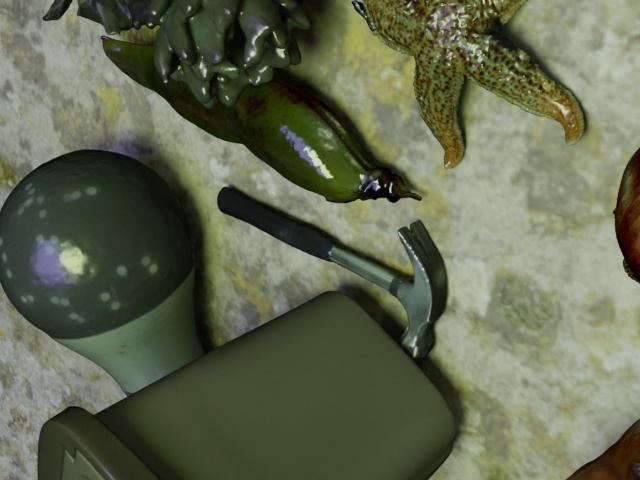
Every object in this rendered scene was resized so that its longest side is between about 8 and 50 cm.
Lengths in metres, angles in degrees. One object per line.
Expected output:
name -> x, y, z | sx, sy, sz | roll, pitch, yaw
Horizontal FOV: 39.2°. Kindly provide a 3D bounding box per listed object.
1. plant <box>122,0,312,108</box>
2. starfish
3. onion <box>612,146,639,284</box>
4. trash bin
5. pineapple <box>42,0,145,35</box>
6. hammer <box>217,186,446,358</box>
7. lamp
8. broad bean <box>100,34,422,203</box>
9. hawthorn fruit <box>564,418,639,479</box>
plant -> -0.074, -0.195, 0.656 | 0.129, 0.132, 0.194 | -29, 73, 22
starfish -> 0.104, -0.147, 0.591 | 0.176, 0.053, 0.208 | -33, 89, 35
onion -> 0.214, -0.012, 0.493 | 0.118, 0.117, 0.119 | -7, 79, 36
trash bin -> -0.049, 0.180, 0.695 | 0.219, 0.250, 0.220 | 48, 144, 16
pineapple -> -0.191, -0.297, 0.749 | 0.128, 0.128, 0.248 | 28, 129, 31
hammer -> 0.000, 0.000, 0.754 | 0.246, 0.029, 0.103 | 28, 124, 33
lamp -> -0.178, 0.065, 0.848 | 0.182, 0.182, 0.314 | -19, 103, 45
broad bean -> -0.061, -0.110, 0.738 | 0.339, 0.061, 0.077 | 33, 147, 29
hawthorn fruit -> 0.226, 0.214, 0.490 | 0.235, 0.231, 0.263 | -3, 99, 54
